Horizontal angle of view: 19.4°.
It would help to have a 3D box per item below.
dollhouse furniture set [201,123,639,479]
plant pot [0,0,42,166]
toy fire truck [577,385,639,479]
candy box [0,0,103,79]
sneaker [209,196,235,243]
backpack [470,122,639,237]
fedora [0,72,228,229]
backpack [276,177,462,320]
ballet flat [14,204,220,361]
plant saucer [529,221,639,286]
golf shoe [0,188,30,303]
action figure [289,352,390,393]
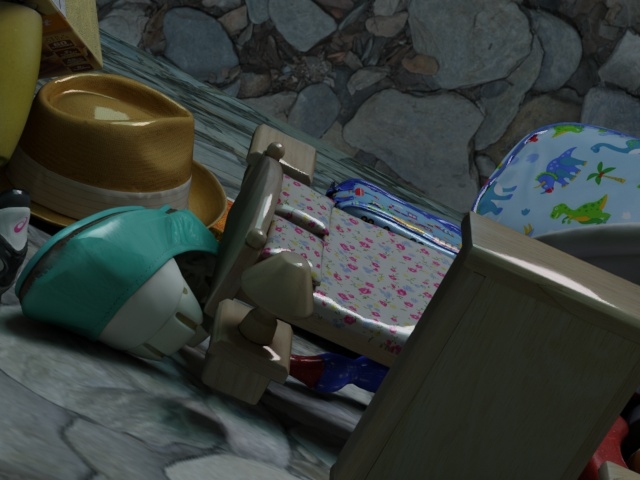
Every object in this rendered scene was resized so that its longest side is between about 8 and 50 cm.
[{"bbox_3d":[0.108,0.021,1.086,0.303,0.173,0.355,25,26,-10],"label":"dollhouse furniture set"},{"bbox_3d":[-0.246,-0.095,1.246,0.134,0.095,0.134,-9,-8,-1],"label":"plant pot"},{"bbox_3d":[0.278,0.179,1.179,0.302,0.169,0.254,27,25,2],"label":"toy fire truck"},{"bbox_3d":[-0.271,-0.178,1.300,0.183,0.087,0.316,-8,-7,3],"label":"candy box"},{"bbox_3d":[-0.087,-0.010,1.480,0.175,0.064,0.067,16,23,-48],"label":"sneaker"},{"bbox_3d":[0.308,0.033,1.804,0.356,0.290,0.273,16,-28,54],"label":"backpack"},{"bbox_3d":[-0.155,-0.070,1.364,0.194,0.079,0.194,15,26,-7],"label":"fedora"},{"bbox_3d":[0.048,0.023,1.474,0.158,0.117,0.173,27,12,-1],"label":"backpack"},{"bbox_3d":[-0.099,0.026,1.100,0.087,0.083,0.247,44,10,5],"label":"ballet flat"},{"bbox_3d":[0.318,0.091,1.420,0.401,0.100,0.400,8,-15,2],"label":"plant saucer"},{"bbox_3d":[-0.222,-0.027,0.967,0.186,0.086,0.067,29,8,23],"label":"golf shoe"},{"bbox_3d":[0.056,0.067,1.305,0.280,0.091,0.139,24,20,-31],"label":"action figure"}]
